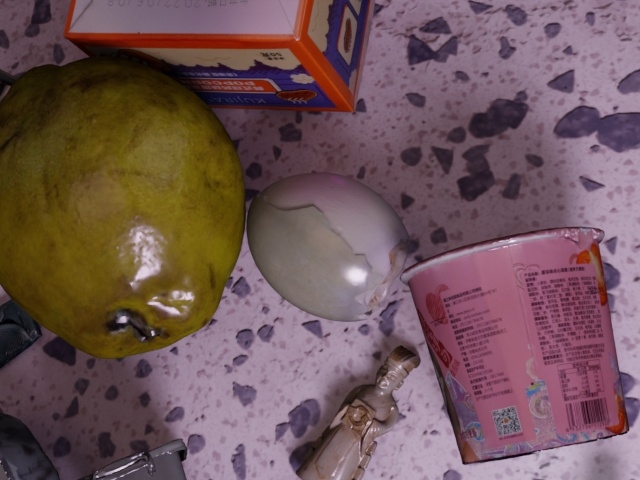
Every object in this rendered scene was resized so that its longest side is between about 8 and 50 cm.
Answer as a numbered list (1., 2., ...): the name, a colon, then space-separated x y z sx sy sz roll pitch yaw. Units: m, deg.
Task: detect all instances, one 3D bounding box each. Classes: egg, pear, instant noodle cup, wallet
1. egg: 0.000 0.000 1.250 0.217 0.183 0.183 29 87 16
2. pear: -0.270 -0.050 1.289 0.352 0.352 0.413 -24 73 13
3. instant noodle cup: 0.234 0.124 1.115 0.243 0.243 0.231 -15 77 16
4. wallet: -0.490 0.146 1.478 0.129 0.026 0.088 -34 66 9

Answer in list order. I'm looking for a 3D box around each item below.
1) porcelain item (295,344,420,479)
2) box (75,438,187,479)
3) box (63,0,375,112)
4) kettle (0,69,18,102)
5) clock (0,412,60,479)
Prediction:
1. porcelain item: 0.055 0.229 1.239 0.084 0.054 0.213 33 87 23
2. box: -0.224 0.345 1.209 0.163 0.243 0.135 -20 77 -14
3. box: -0.119 -0.369 1.362 0.349 0.257 0.318 4 78 20
4. kettle: -0.570 -0.153 1.545 0.211 0.160 0.243 3 67 50
5. clock: -0.458 0.397 1.313 0.325 0.067 0.324 1 92 38
